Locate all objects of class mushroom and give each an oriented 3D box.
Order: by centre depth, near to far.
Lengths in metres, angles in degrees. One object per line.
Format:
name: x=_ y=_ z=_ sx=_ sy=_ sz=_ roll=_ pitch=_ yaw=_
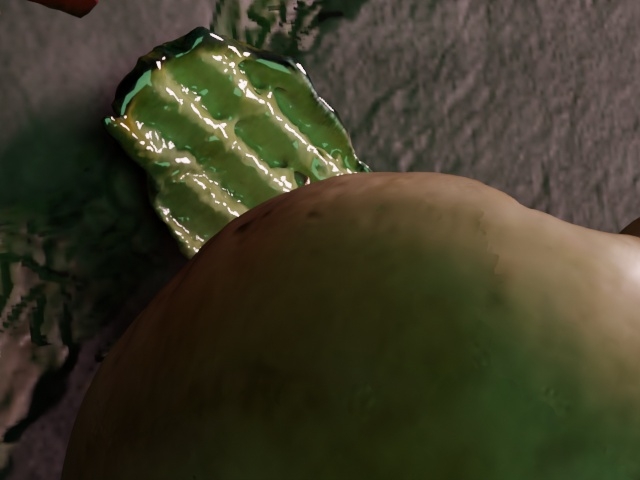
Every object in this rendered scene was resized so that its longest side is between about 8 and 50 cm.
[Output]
mushroom: x=0.073 y=0.082 z=0.511 sx=0.292 sy=0.293 sz=0.290 roll=57 pitch=43 yaw=-19

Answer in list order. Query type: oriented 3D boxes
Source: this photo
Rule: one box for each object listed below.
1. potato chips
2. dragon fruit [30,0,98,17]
potato chips: x=0.000 y=0.000 z=0.589 sx=0.207 sy=0.028 sz=0.092 roll=47 pitch=66 yaw=-23
dragon fruit: x=-0.141 y=-0.128 z=0.365 sx=0.228 sy=0.243 sz=0.307 roll=-8 pitch=70 yaw=-18
